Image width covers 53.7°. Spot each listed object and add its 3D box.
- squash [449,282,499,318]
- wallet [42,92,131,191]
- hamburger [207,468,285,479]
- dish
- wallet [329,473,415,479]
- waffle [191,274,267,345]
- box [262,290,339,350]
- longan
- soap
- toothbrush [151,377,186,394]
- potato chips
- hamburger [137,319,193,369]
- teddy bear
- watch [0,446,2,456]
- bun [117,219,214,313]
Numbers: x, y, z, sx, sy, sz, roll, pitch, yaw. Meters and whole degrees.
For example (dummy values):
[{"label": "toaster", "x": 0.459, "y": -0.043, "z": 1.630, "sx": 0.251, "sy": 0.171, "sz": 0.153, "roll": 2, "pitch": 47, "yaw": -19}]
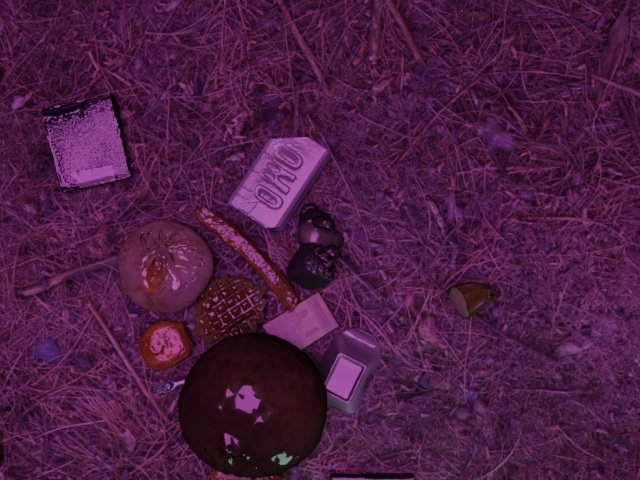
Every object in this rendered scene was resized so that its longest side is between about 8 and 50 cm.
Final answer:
[{"label": "squash", "x": 0.450, "y": 0.154, "z": 1.803, "sx": 0.132, "sy": 0.105, "sz": 0.105, "roll": -21, "pitch": 85, "yaw": -12}, {"label": "wallet", "x": -0.697, "y": -0.292, "z": 1.898, "sx": 0.220, "sy": 0.071, "sz": 0.263, "roll": -13, "pitch": 88, "yaw": -3}, {"label": "hamburger", "x": -0.215, "y": 0.704, "z": 1.779, "sx": 0.230, "sy": 0.107, "sz": 0.231, "roll": 0, "pitch": 85, "yaw": -5}, {"label": "dish", "x": 0.078, "y": 0.366, "z": 1.809, "sx": 0.153, "sy": 0.064, "sz": 0.234, "roll": 26, "pitch": 86, "yaw": 5}, {"label": "wallet", "x": 0.148, "y": 0.727, "z": 1.798, "sx": 0.244, "sy": 0.025, "sz": 0.125, "roll": 0, "pitch": 85, "yaw": 3}, {"label": "waffle", "x": -0.266, "y": 0.207, "z": 1.839, "sx": 0.207, "sy": 0.054, "sz": 0.214, "roll": 12, "pitch": 83, "yaw": 4}, {"label": "box", "x": -0.056, "y": 0.247, "z": 1.831, "sx": 0.193, "sy": 0.030, "sz": 0.122, "roll": -31, "pitch": 85, "yaw": -7}, {"label": "longan", "x": -0.173, "y": 0.434, "z": 1.651, "sx": 0.390, "sy": 0.391, "sz": 0.392, "roll": 0, "pitch": 86, "yaw": 2}, {"label": "soap", "x": -0.119, "y": -0.179, "z": 1.842, "sx": 0.172, "sy": 0.095, "sz": 0.290, "roll": 34, "pitch": 88, "yaw": 4}, {"label": "toothbrush", "x": -0.287, "y": 0.376, "z": 1.842, "sx": 0.417, "sy": 0.040, "sz": 0.042, "roll": -17, "pitch": 84, "yaw": -3}, {"label": "potato chips", "x": -0.205, "y": 0.043, "z": 1.841, "sx": 0.407, "sy": 0.080, "sz": 0.057, "roll": 45, "pitch": 105, "yaw": 3}, {"label": "hamburger", "x": -0.448, "y": 0.299, "z": 1.828, "sx": 0.147, "sy": 0.083, "sz": 0.138, "roll": -25, "pitch": 81, "yaw": -3}, {"label": "teddy bear", "x": 0.001, "y": 0.012, "z": 1.794, "sx": 0.144, "sy": 0.171, "sz": 0.251, "roll": 16, "pitch": 80, "yaw": -16}, {"label": "watch", "x": -1.018, "y": 0.632, "z": 1.748, "sx": 0.161, "sy": 0.241, "sz": 0.254, "roll": 15, "pitch": 87, "yaw": 2}, {"label": "bun", "x": -0.454, "y": 0.071, "z": 1.808, "sx": 0.286, "sy": 0.146, "sz": 0.288, "roll": -2, "pitch": 80, "yaw": 9}]
